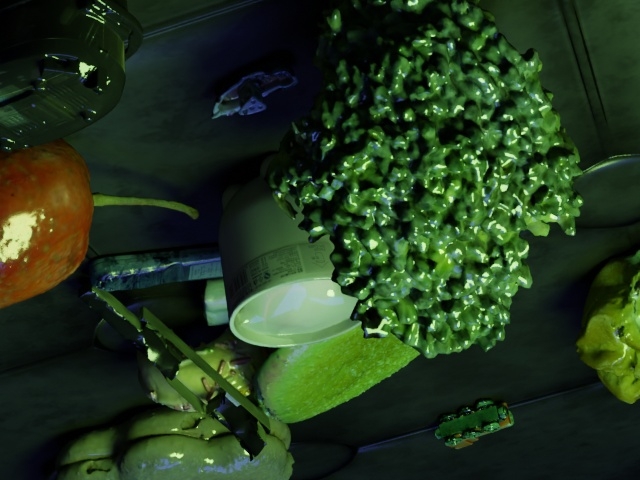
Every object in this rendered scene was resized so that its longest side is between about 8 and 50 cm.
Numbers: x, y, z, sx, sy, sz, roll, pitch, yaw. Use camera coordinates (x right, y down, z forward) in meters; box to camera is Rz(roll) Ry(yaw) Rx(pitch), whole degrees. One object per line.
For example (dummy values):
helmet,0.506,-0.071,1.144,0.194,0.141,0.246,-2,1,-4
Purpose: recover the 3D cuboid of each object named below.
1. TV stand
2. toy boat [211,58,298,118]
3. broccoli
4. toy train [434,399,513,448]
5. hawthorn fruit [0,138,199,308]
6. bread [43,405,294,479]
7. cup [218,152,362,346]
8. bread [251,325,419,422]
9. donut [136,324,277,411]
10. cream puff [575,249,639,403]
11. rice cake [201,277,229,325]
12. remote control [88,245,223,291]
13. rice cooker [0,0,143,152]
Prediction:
TV stand,-0.144,0.126,1.664,0.042,0.036,0.249,-42,108,11
toy boat,-0.056,-0.121,1.368,0.083,0.038,0.038,-25,149,22
broccoli,0.086,-0.071,1.319,0.248,0.245,0.288,20,110,-4
toy train,0.201,0.237,2.128,0.103,0.044,0.064,-23,153,26
hawthorn fruit,-0.215,-0.025,1.390,0.285,0.165,0.165,-6,154,-30
bread,-0.206,0.271,1.985,0.337,0.102,0.183,-21,147,22
cup,-0.009,-0.003,1.493,0.173,0.142,0.134,-25,149,25
bread,0.058,0.097,1.711,0.301,0.045,0.301,-31,161,-11
donut,-0.122,0.126,1.742,0.166,0.108,0.065,-13,122,12
cream puff,0.375,0.107,1.819,0.195,0.194,0.221,-27,144,27
rice cake,-0.015,0.043,1.685,0.222,0.042,0.080,-11,157,0
remote control,-0.150,0.027,1.623,0.153,0.027,0.043,-7,143,-12
rice cooker,-0.213,-0.131,1.222,0.165,0.106,0.112,-16,150,32
